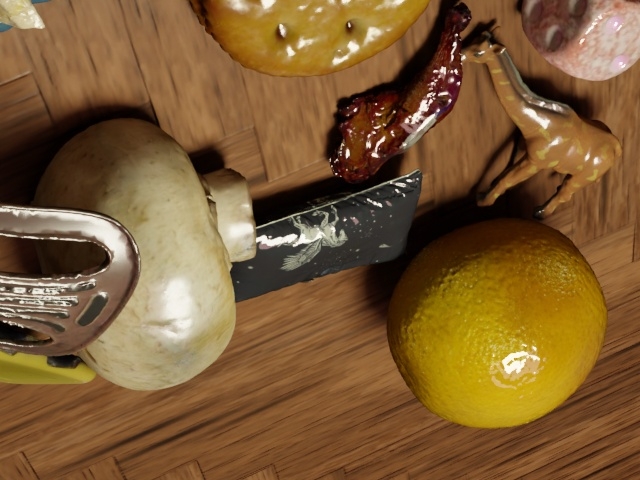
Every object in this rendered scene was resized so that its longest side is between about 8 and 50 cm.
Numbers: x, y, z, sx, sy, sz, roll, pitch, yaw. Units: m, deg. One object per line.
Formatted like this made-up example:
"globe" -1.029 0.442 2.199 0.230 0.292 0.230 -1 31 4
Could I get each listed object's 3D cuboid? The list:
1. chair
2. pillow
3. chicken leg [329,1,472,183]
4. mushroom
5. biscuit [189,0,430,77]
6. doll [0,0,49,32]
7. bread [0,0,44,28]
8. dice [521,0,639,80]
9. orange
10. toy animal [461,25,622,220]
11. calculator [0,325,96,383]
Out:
"chair" -0.322 -0.011 1.157 0.326 0.183 0.175 3 138 -44
"pillow" 0.000 0.000 1.495 0.208 0.055 0.141 -16 148 -17
"chicken leg" 0.082 -0.131 1.405 0.205 0.053 0.093 -45 127 15
"mushroom" -0.139 0.030 1.326 0.195 0.189 0.254 -16 148 -16
"biscuit" -0.002 -0.225 1.214 0.220 0.066 0.220 -18 142 -15
"doll" -0.225 -0.192 1.120 0.083 0.050 0.076 -42 147 14
"bread" -0.267 -0.179 1.022 0.105 0.152 0.077 -37 143 3
"dice" 0.248 -0.208 1.382 0.094 0.093 0.091 1 134 -37
"orange" 0.184 0.087 1.588 0.236 0.236 0.236 -18 143 -15
"toy animal" 0.206 -0.114 1.498 0.224 0.066 0.230 7 143 -15
"calculator" -0.309 0.101 1.358 0.157 0.033 0.236 -6 160 35
